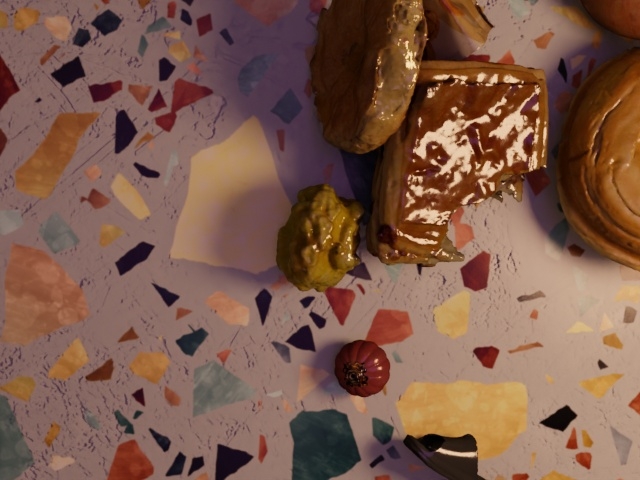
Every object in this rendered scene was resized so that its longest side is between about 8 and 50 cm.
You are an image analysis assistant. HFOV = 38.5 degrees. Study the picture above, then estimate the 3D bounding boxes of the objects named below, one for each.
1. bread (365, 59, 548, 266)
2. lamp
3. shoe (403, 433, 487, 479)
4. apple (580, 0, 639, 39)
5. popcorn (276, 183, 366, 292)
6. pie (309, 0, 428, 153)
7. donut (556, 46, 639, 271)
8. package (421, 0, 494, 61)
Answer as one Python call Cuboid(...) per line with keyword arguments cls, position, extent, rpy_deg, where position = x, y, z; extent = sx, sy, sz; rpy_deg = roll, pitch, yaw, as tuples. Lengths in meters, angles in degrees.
Cuboid(cls="bread", position=(0.230, -0.141, 1.647), extent=(0.314, 0.191, 0.370), rpy_deg=(0, 106, -23))
Cuboid(cls="lamp", position=(0.077, 0.237, 1.696), extent=(0.107, 0.092, 0.108), rpy_deg=(6, 103, 26))
Cuboid(cls="shoe", position=(0.267, 0.409, 1.716), extent=(0.241, 0.108, 0.093), rpy_deg=(35, 87, -12))
Cuboid(cls="apple", position=(0.592, -0.485, 1.660), extent=(0.260, 0.194, 0.261), rpy_deg=(-8, 74, 30))
Cuboid(cls="popcorn", position=(0.005, 0.001, 1.642), extent=(0.155, 0.197, 0.198), rpy_deg=(20, 90, -7))
Cuboid(cls="pie", position=(0.072, -0.310, 1.567), extent=(0.083, 0.339, 0.340), rpy_deg=(4, 91, -28))
Cuboid(cls="donut", position=(0.644, -0.150, 1.654), extent=(0.448, 0.198, 0.449), rpy_deg=(-1, 82, 10))
Cuboid(cls="package", position=(0.178, -0.463, 1.653), extent=(0.165, 0.221, 0.311), rpy_deg=(-41, 96, -24))
